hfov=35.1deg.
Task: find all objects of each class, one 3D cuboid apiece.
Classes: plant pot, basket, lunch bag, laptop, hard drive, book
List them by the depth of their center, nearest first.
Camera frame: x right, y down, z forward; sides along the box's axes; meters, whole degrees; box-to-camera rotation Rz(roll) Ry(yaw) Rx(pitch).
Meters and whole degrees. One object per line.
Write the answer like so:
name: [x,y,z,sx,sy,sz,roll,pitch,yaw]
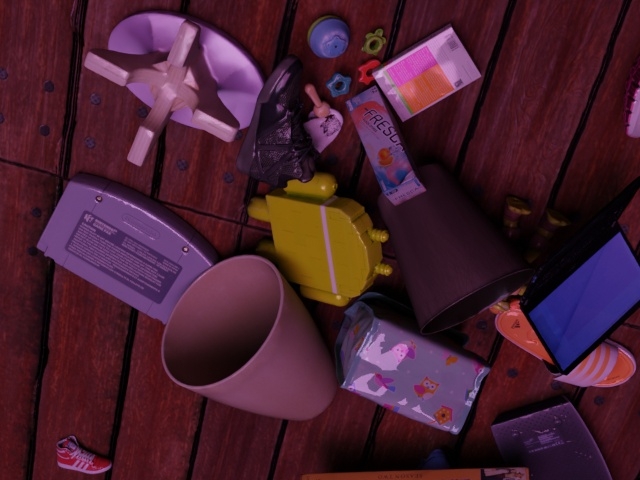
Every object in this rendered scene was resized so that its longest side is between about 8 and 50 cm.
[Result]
book: [0.167,-0.264,1.597,0.144,0.035,0.096,-27,117,20]
laptop: [0.444,0.062,1.603,0.234,0.264,0.136,-40,73,-15]
basket: [0.199,0.003,1.622,0.204,0.154,0.227,-29,70,6]
lunch bag: [0.144,0.200,1.735,0.223,0.262,0.160,25,95,-6]
plant pot: [-0.094,0.202,1.784,0.256,0.256,0.274,-27,135,21]
hard drive: [0.439,0.407,1.896,0.172,0.054,0.254,-22,112,20]

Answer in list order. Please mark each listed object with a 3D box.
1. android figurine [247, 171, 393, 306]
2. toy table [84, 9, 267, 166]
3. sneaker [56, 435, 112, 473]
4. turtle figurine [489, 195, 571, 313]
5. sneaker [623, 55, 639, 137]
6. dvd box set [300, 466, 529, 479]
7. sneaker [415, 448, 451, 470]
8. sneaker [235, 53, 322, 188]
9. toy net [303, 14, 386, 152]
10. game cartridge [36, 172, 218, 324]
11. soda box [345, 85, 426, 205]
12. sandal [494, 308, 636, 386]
android figurine: [0.000,0.000,1.699,0.273,0.056,0.248,10,122,35]
toy table: [-0.226,-0.250,1.606,0.274,0.161,0.252,17,119,2]
sneaker: [-0.488,0.439,2.079,0.118,0.042,0.067,4,121,10]
turtle figurine: [0.338,0.047,1.706,0.270,0.087,0.217,23,112,8]
sneaker: [0.535,-0.258,1.504,0.111,0.103,0.252,22,120,0]
dvd box set: [0.192,0.534,1.931,0.420,0.062,0.307,-5,138,11]
sneaker: [0.208,0.482,1.978,0.069,0.082,0.209,8,138,-9]
sneaker: [-0.044,-0.176,1.589,0.130,0.087,0.227,29,123,12]
toy net: [0.023,-0.245,1.637,0.122,0.045,0.232,0,125,-24]
game cartridge: [-0.342,0.012,1.825,0.297,0.062,0.198,31,114,-7]
soda box: [0.102,-0.150,1.592,0.058,0.183,0.063,-27,154,12]
sandal: [0.425,0.202,1.778,0.265,0.076,0.102,24,119,-3]
